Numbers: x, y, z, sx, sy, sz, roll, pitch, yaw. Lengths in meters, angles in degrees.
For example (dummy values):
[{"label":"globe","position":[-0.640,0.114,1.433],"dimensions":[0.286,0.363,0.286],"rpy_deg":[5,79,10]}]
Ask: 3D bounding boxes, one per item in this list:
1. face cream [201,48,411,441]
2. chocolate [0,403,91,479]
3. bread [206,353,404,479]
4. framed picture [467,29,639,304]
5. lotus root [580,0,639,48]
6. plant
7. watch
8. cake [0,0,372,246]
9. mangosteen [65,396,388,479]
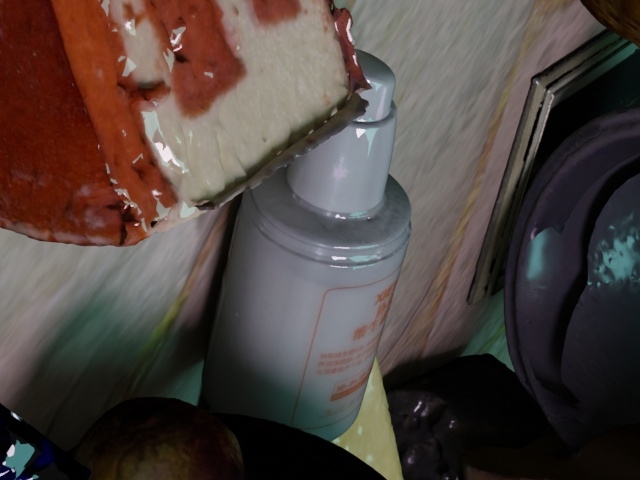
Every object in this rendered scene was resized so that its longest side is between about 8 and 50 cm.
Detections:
[{"label":"face cream","position":[0.000,0.000,1.015],"dimensions":[0.101,0.101,0.251],"rpy_deg":[-31,146,-44]},{"label":"chocolate","position":[-0.262,0.183,0.757],"dimensions":[0.343,0.126,0.148],"rpy_deg":[-46,116,-15]},{"label":"bread","position":[-0.106,0.256,1.243],"dimensions":[0.346,0.242,0.405],"rpy_deg":[-34,115,-33]},{"label":"framed picture","position":[0.232,-0.091,1.439],"dimensions":[0.293,0.018,0.231],"rpy_deg":[-34,148,-39]},{"label":"lotus root","position":[0.264,-0.195,1.147],"dimensions":[0.193,0.193,0.291],"rpy_deg":[-56,168,0]},{"label":"plant","position":[0.121,0.183,1.433],"dimensions":[0.164,0.142,0.256],"rpy_deg":[-60,152,7]},{"label":"watch","position":[0.295,0.072,1.253],"dimensions":[0.314,0.335,0.326],"rpy_deg":[-2,104,-34]},{"label":"cake","position":[-0.108,-0.144,0.692],"dimensions":[0.158,0.160,0.262],"rpy_deg":[-33,113,-41]},{"label":"mangosteen","position":[-0.067,0.214,0.952],"dimensions":[0.297,0.297,0.313],"rpy_deg":[-35,123,-39]}]
